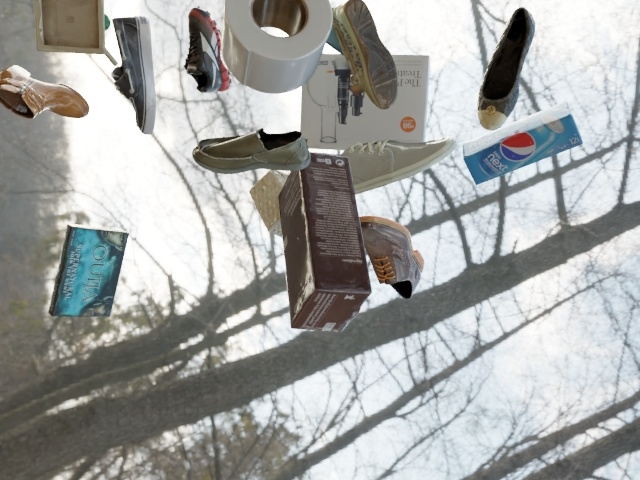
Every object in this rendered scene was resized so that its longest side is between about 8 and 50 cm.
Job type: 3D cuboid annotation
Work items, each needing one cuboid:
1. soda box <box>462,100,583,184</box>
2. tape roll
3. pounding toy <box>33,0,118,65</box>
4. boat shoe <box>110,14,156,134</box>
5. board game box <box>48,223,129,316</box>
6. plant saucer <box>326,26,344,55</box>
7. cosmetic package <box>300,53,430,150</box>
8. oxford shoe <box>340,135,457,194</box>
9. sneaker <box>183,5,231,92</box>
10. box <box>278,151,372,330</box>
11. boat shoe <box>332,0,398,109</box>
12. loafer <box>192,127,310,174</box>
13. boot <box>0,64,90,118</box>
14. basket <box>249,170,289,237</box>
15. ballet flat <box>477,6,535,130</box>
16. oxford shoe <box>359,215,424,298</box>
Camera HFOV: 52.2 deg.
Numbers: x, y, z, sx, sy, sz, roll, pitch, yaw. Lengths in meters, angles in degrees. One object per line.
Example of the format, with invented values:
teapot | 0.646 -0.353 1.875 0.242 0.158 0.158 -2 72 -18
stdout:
soda box | 0.383 -0.185 1.253 0.210 0.071 0.067 -22 -63 24
tape roll | -0.106 -0.488 1.523 0.169 0.246 0.246 129 -53 -73
pounding toy | -0.424 -0.375 1.147 0.100 0.141 0.130 -146 -123 -62
boat shoe | -0.465 -0.401 1.616 0.108 0.102 0.301 -119 -152 -47
board game box | -0.467 0.064 1.322 0.026 0.126 0.186 23 -79 44
plant saucer | 0.035 -0.529 1.668 0.192 0.018 0.067 36 -80 3
cosmetic package | 0.131 -0.409 1.958 0.097 0.377 0.284 -38 130 -74
oxford shoe | 0.149 -0.216 1.797 0.449 0.169 0.130 -15 -77 24
sneaker | -0.375 -0.593 2.073 0.098 0.135 0.276 12 -55 39
box | 0.000 0.000 1.524 0.191 0.143 0.381 120 -33 -50
boat shoe | 0.113 -0.469 1.664 0.089 0.104 0.285 3 -60 52
loafer | -0.145 -0.201 1.380 0.087 0.251 0.094 95 -12 -45
boot | -0.594 -0.293 1.392 0.073 0.197 0.152 -57 -153 20
basket | -0.107 -0.098 1.772 0.113 0.103 0.167 -42 -125 21
ballet flat | 0.250 -0.236 0.899 0.057 0.049 0.173 15 -94 29
oxford shoe | 0.200 0.049 1.870 0.130 0.364 0.132 -7 -122 34
